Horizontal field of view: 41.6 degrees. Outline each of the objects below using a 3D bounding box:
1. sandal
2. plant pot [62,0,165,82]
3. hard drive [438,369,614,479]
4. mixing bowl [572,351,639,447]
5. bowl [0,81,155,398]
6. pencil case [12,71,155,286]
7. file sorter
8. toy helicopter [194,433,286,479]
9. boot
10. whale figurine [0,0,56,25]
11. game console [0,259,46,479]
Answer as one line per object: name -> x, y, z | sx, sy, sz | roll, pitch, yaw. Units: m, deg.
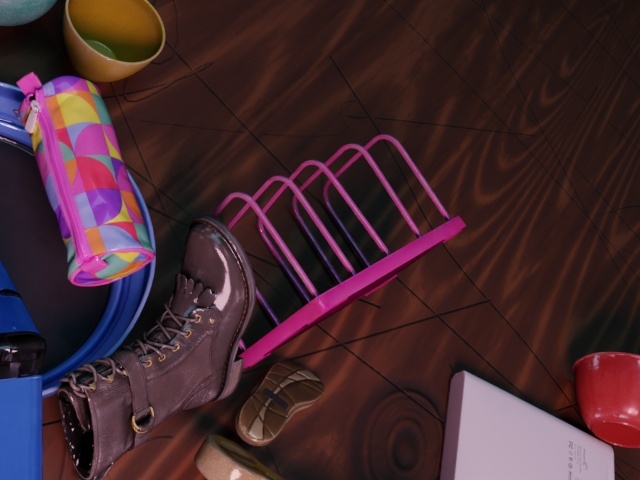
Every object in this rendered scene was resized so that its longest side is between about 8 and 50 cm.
sandal -> -0.057, 0.207, 1.054 | 0.072, 0.049, 0.180 | 39, 30, 8
plant pot -> -0.290, -0.266, 1.135 | 0.134, 0.095, 0.134 | 18, 55, -27
hard drive -> 0.312, 0.344, 1.247 | 0.308, 0.040, 0.203 | 28, 51, -19
mixing bowl -> 0.482, 0.263, 1.329 | 0.181, 0.181, 0.098 | 32, 59, -17
bowl -> -0.380, 0.000, 0.931 | 0.391, 0.077, 0.390 | 17, 57, -27
pencil case -> -0.264, -0.068, 0.936 | 0.104, 0.104, 0.236 | -12, 72, -39
file sorter -> 0.000, 0.000, 1.117 | 0.291, 0.202, 0.182 | -27, 81, -42
toy helicopter -> 0.014, 0.325, 0.961 | 0.355, 0.235, 0.140 | 35, 91, -4
boot -> -0.180, 0.119, 0.914 | 0.229, 0.091, 0.262 | -23, 122, -49
whale figurine -> -0.367, -0.364, 1.100 | 0.272, 0.216, 0.141 | -36, 126, -47
game console -> -0.413, 0.142, 0.749 | 0.293, 0.173, 0.250 | -1, 34, -40
